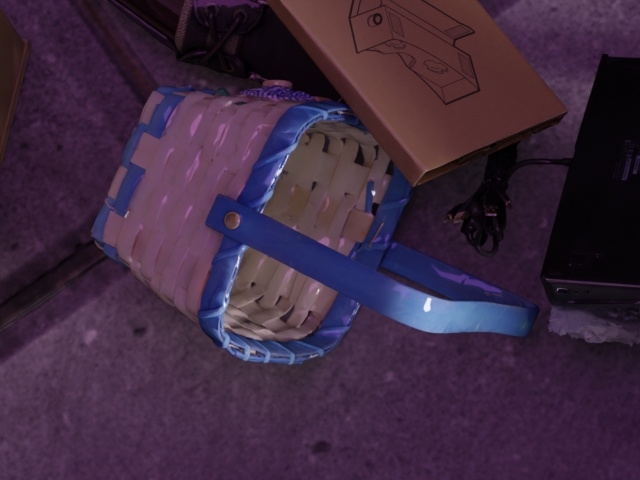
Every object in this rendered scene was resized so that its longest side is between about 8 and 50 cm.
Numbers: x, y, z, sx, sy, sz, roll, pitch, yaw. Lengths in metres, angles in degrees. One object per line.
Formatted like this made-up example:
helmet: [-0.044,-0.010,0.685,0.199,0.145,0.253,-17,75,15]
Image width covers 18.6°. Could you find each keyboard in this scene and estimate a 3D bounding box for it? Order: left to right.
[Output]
keyboard: [0.206,-0.049,1.433,0.202,0.033,0.317,4,34,15]

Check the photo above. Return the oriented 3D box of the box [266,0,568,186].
box: [0.066,-0.142,1.435,0.164,0.021,0.201,-24,70,-40]

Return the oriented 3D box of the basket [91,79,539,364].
basket: [0.000,0.000,1.428,0.289,0.255,0.201,29,96,22]

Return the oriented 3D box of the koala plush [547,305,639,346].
koala plush: [0.293,0.036,1.424,0.221,0.203,0.196,25,66,35]

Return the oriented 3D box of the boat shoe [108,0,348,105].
boat shoe: [-0.084,-0.178,1.558,0.285,0.103,0.092,35,41,20]

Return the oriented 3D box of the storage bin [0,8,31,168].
storage bin: [-0.338,-0.093,1.500,0.123,0.262,0.260,10,75,8]
